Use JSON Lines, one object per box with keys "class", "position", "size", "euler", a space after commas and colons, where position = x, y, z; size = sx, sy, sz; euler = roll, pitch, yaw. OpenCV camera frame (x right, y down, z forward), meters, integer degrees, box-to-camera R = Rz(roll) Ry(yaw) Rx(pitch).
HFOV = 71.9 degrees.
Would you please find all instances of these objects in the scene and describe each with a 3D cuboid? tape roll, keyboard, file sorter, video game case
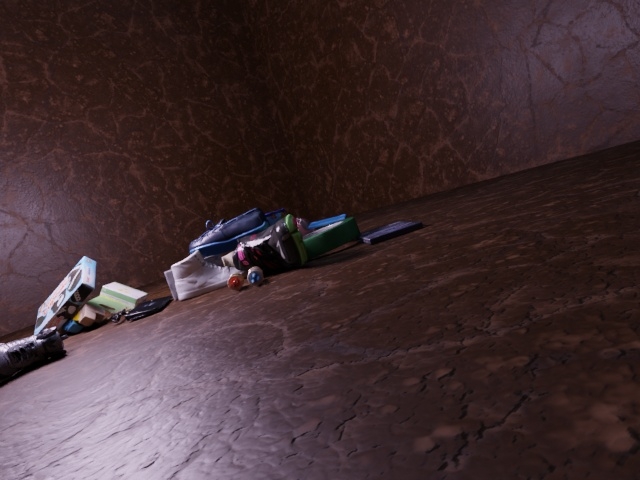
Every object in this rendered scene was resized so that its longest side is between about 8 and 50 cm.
{"class": "tape roll", "position": [0.000, 0.000, 1.771], "size": [0.321, 0.077, 0.321], "euler": [-23, 4, 2]}
{"class": "keyboard", "position": [-0.690, 0.268, 1.699], "size": [0.201, 0.033, 0.317], "euler": [-12, 3, -9]}
{"class": "file sorter", "position": [0.044, -0.042, 1.985], "size": [0.170, 0.105, 0.118], "euler": [-15, 10, 8]}
{"class": "video game case", "position": [0.249, -0.032, 1.654], "size": [0.195, 0.026, 0.274], "euler": [-18, 5, -4]}

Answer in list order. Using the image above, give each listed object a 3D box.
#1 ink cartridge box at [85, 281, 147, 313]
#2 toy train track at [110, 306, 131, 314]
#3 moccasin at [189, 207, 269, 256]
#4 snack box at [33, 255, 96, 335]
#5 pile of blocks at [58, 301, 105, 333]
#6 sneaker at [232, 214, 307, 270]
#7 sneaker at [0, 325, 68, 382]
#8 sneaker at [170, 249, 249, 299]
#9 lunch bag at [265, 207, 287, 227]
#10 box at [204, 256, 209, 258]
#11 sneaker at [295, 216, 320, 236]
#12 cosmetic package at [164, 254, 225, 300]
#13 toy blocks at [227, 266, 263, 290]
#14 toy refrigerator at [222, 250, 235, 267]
{"class": "ink cartridge box", "position": [-0.907, 0.257, 1.979], "size": [0.171, 0.056, 0.235], "euler": [20, 4, 0]}
{"class": "toy train track", "position": [-0.848, 0.297, 1.872], "size": [0.083, 0.014, 0.048], "euler": [-12, 33, -39]}
{"class": "moccasin", "position": [-0.370, -0.031, 1.785], "size": [0.341, 0.117, 0.138], "euler": [-19, -20, 4]}
{"class": "snack box", "position": [-1.035, 0.237, 1.792], "size": [0.322, 0.060, 0.187], "euler": [-46, 39, 9]}
{"class": "pile of blocks", "position": [-0.987, 0.330, 1.815], "size": [0.362, 0.149, 0.112], "euler": [0, -27, 45]}
{"class": "sneaker", "position": [-0.192, 0.044, 1.576], "size": [0.202, 0.185, 0.482], "euler": [-19, -6, -28]}
{"class": "sneaker", "position": [-0.817, 0.309, 1.233], "size": [0.153, 0.101, 0.268], "euler": [-21, 2, -7]}
{"class": "sneaker", "position": [-0.431, 0.109, 1.728], "size": [0.292, 0.169, 0.108], "euler": [-18, 2, -22]}
{"class": "lunch bag", "position": [-0.257, 0.001, 1.980], "size": [0.138, 0.221, 0.293], "euler": [-22, 6, -40]}
{"class": "box", "position": [-0.533, 0.129, 2.029], "size": [0.184, 0.045, 0.190], "euler": [-54, 7, -2]}
{"class": "sneaker", "position": [-0.126, -0.026, 2.167], "size": [0.281, 0.163, 0.106], "euler": [-17, 5, 9]}
{"class": "cosmetic package", "position": [-0.515, 0.149, 1.837], "size": [0.237, 0.127, 0.107], "euler": [-18, 4, -18]}
{"class": "toy blocks", "position": [-0.249, 0.131, 1.460], "size": [0.123, 0.054, 0.148], "euler": [-18, 5, -6]}
{"class": "toy refrigerator", "position": [-0.349, 0.093, 1.920], "size": [0.102, 0.094, 0.269], "euler": [-16, -4, -41]}
